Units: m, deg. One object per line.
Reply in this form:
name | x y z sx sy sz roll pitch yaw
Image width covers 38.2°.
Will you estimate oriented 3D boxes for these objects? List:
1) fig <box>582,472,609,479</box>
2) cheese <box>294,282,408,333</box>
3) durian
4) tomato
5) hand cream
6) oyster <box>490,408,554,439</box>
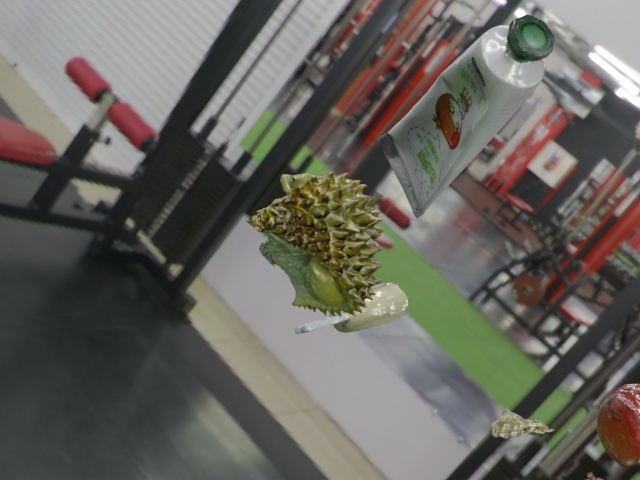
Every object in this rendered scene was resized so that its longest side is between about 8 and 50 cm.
fig | 0.497 0.471 1.651 0.128 0.150 0.128 1 5 0
cheese | 0.054 0.137 1.729 0.163 0.249 0.071 162 -87 -71
durian | 0.000 0.000 1.285 0.166 0.172 0.306 1 -20 20
tomato | 0.638 0.382 1.959 0.099 0.173 0.189 24 26 8
hand cream | 0.162 -0.147 1.093 0.076 0.336 0.121 -14 73 -26
oyster | 0.351 0.329 1.614 0.121 0.045 0.146 9 -2 31
